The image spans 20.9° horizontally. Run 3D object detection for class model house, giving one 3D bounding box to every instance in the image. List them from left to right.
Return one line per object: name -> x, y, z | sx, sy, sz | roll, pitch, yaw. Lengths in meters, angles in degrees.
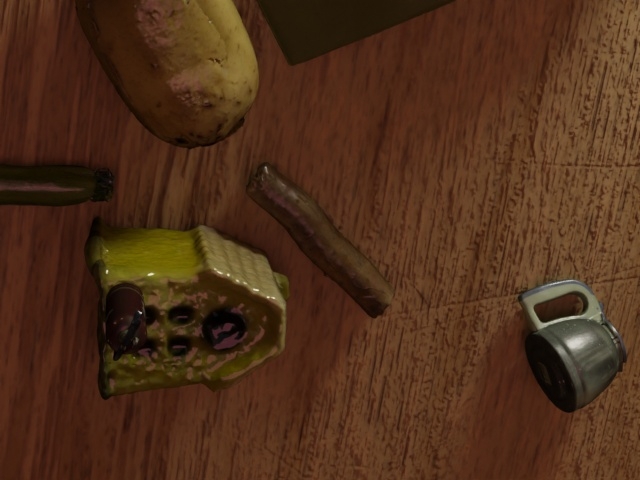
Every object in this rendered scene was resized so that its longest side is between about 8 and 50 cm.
model house -> -0.146, 0.065, 1.977 | 0.234, 0.193, 0.174 | -7, 107, -8

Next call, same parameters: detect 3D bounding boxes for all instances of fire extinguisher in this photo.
fire extinguisher -> -0.201, 0.085, 1.790 | 0.043, 0.158, 0.064 | 25, 100, -12

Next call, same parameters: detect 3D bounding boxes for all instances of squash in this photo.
squash -> -0.326, -0.064, 1.976 | 0.183, 0.052, 0.052 | -1, 109, -11

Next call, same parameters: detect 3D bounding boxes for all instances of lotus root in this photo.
lotus root -> -0.172, -0.233, 1.897 | 0.160, 0.146, 0.284 | -38, 119, -17

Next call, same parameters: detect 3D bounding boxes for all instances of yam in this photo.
yam -> 0.000, 0.000, 2.057 | 0.057, 0.057, 0.241 | -42, 112, 6

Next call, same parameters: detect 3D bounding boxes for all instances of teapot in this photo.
teapot -> 0.312, 0.129, 2.143 | 0.108, 0.149, 0.111 | -25, 151, -17

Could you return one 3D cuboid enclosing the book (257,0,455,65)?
book -> -0.004, -0.386, 1.898 | 0.239, 0.035, 0.352 | -20, 112, 17
